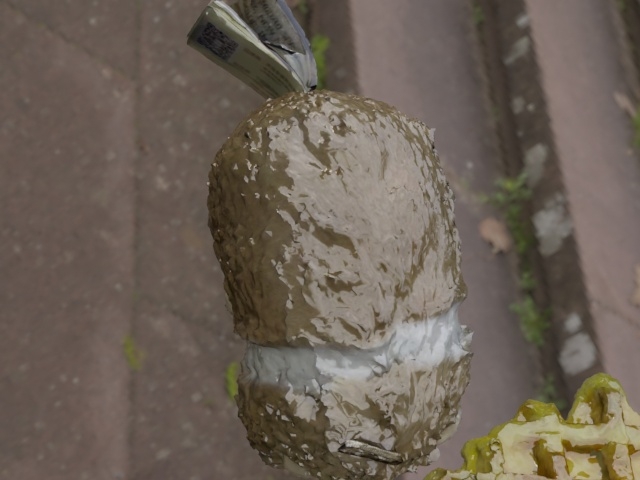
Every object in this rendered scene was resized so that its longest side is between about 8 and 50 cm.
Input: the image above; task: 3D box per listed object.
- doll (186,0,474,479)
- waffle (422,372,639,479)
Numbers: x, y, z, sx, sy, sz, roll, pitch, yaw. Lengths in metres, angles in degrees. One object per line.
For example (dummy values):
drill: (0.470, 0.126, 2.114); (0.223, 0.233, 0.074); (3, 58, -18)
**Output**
doll: (0.006, -0.004, 0.626); (0.105, 0.115, 0.221); (-7, 83, -10)
waffle: (0.156, 0.178, 0.721); (0.243, 0.059, 0.238); (-30, 59, -35)
